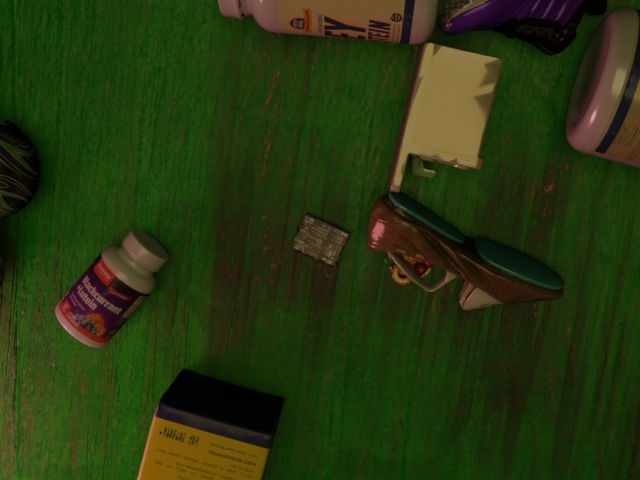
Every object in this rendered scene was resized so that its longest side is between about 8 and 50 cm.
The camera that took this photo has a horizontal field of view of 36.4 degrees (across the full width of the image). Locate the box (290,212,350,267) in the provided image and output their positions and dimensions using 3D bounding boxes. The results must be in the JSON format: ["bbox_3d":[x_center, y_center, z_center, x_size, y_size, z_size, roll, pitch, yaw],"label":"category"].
[{"bbox_3d":[0.000,0.000,1.648,0.083,0.018,0.067,23,100,0],"label":"box"}]

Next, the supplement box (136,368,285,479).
[{"bbox_3d":[-0.205,0.430,1.641,0.194,0.195,0.357,16,99,1],"label":"supplement box"}]

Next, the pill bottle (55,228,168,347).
[{"bbox_3d":[-0.346,0.077,1.639,0.108,0.108,0.193,41,99,-3],"label":"pill bottle"}]

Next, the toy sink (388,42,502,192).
[{"bbox_3d":[0.197,-0.182,1.540,0.131,0.153,0.234,13,99,1],"label":"toy sink"}]

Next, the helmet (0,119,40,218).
[{"bbox_3d":[-0.544,-0.118,1.593,0.169,0.161,0.169,1,99,4],"label":"helmet"}]

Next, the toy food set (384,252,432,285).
[{"bbox_3d":[0.150,0.029,1.642,0.083,0.020,0.083,-23,97,7],"label":"toy food set"}]

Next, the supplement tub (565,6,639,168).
[{"bbox_3d":[0.556,-0.206,1.474,0.316,0.228,0.228,16,100,1],"label":"supplement tub"}]

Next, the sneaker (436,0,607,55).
[{"bbox_3d":[0.326,-0.348,1.504,0.293,0.102,0.146,-24,107,-12],"label":"sneaker"}]

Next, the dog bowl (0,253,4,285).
[{"bbox_3d":[-0.655,0.025,1.588,0.265,0.104,0.265,16,132,18],"label":"dog bowl"}]

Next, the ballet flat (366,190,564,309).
[{"bbox_3d":[0.225,0.041,1.591,0.342,0.116,0.124,25,114,-10],"label":"ballet flat"}]

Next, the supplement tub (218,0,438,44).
[{"bbox_3d":[0.019,-0.426,1.471,0.324,0.235,0.235,5,99,3],"label":"supplement tub"}]
